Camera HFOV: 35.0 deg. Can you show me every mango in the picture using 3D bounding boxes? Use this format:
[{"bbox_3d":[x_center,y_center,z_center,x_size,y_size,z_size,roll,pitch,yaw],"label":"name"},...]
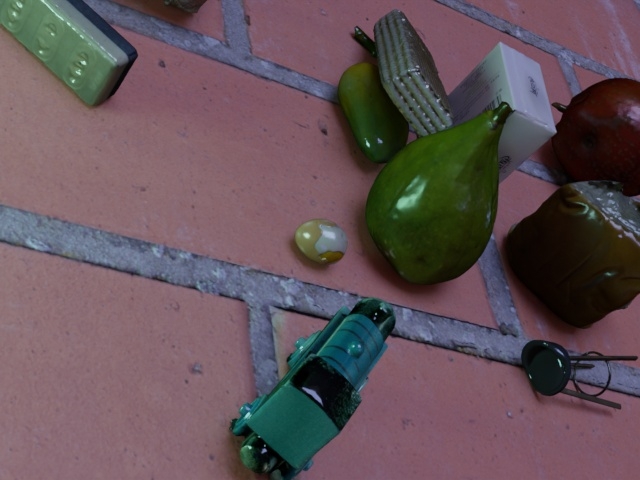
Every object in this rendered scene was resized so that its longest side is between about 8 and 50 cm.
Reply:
[{"bbox_3d":[0.104,-0.234,1.889,0.137,0.091,0.237,9,53,-38],"label":"mango"}]

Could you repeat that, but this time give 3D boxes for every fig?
[{"bbox_3d":[0.228,-0.075,1.701,0.233,0.314,0.233,50,14,-17],"label":"fig"}]

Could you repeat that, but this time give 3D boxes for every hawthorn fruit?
[{"bbox_3d":[0.632,-0.223,2.194,0.300,0.275,0.275,34,38,10],"label":"hawthorn fruit"}]

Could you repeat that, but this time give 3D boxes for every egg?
[{"bbox_3d":[0.000,0.000,1.608,0.083,0.071,0.071,20,45,-22],"label":"egg"}]

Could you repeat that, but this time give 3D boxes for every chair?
[{"bbox_3d":[0.446,0.233,1.761,0.221,0.104,0.095,15,64,-34],"label":"chair"}]

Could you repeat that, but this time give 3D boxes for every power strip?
[{"bbox_3d":[-0.402,-0.325,1.534,0.257,0.105,0.070,43,39,1],"label":"power strip"}]

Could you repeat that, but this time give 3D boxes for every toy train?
[{"bbox_3d":[0.006,0.187,1.351,0.120,0.194,0.298,42,39,1],"label":"toy train"}]

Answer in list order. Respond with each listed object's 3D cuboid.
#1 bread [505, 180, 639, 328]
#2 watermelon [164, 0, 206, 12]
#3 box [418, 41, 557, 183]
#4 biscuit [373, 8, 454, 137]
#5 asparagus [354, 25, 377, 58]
[{"bbox_3d":[0.494,0.012,1.865,0.225,0.279,0.250,-32,77,-36],"label":"bread"},{"bbox_3d":[-0.311,-0.523,1.740,0.305,0.180,0.224,25,27,-16],"label":"watermelon"},{"bbox_3d":[0.303,-0.207,1.896,0.111,0.260,0.194,21,45,-24],"label":"box"},{"bbox_3d":[0.170,-0.319,1.907,0.144,0.078,0.426,51,17,-22],"label":"biscuit"},{"bbox_3d":[0.107,-0.397,2.088,0.108,0.021,0.025,44,44,0],"label":"asparagus"}]
